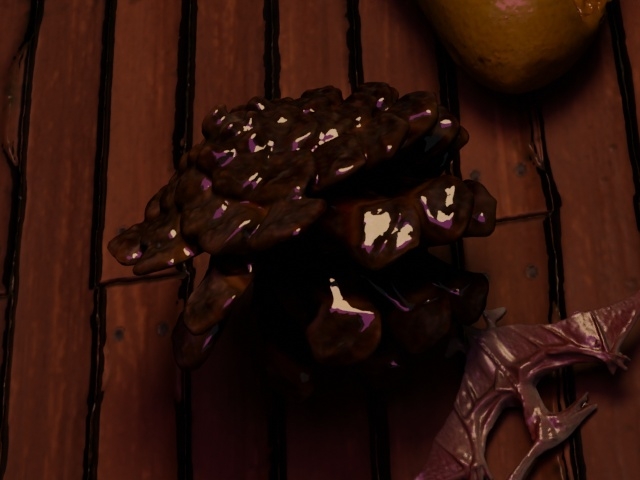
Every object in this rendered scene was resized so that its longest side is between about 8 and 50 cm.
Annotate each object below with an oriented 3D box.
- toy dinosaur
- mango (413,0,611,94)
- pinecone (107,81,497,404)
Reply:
[{"bbox_3d":[0.120,0.092,1.163,0.220,0.032,0.108,-40,59,-2],"label":"toy dinosaur"},{"bbox_3d":[0.123,-0.220,1.316,0.167,0.130,0.262,-21,59,3],"label":"mango"},{"bbox_3d":[0.001,0.002,1.150,0.229,0.201,0.202,-33,47,-2],"label":"pinecone"}]
